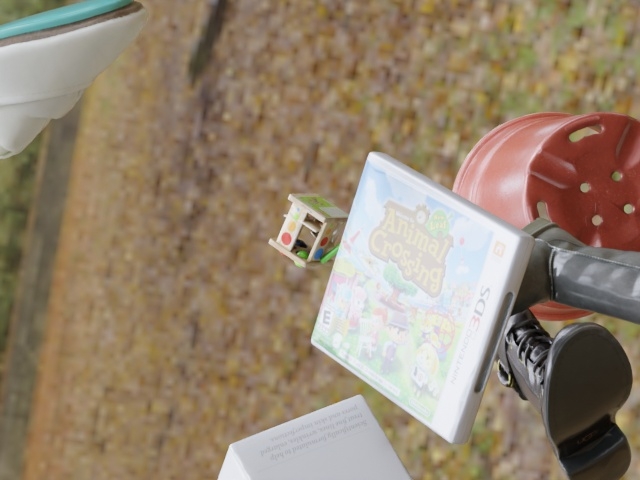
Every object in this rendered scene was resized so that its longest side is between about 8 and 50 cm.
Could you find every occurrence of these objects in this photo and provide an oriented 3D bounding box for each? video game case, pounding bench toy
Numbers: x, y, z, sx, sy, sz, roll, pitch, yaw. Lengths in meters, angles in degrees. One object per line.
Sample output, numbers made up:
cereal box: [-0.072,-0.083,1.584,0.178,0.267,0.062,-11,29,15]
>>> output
video game case: [0.085,0.047,1.600,0.212,0.023,0.193,33,111,46]
pounding bench toy: [0.000,0.000,1.856,0.083,0.052,0.065,34,110,29]

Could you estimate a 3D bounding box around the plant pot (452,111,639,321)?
plant pot: [0.315,-0.040,2.212,0.265,0.272,0.272,151,129,-82]

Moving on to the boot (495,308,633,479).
boot: [0.206,0.108,1.759,0.229,0.091,0.263,57,167,39]

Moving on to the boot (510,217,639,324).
boot: [0.255,0.054,1.709,0.189,0.208,0.076,-40,-41,-34]

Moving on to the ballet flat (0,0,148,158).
ballet flat: [-0.338,-0.125,1.633,0.139,0.400,0.139,-11,-90,-85]

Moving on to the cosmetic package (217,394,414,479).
cosmetic package: [-0.006,0.273,1.741,0.151,0.151,0.184,58,151,25]
